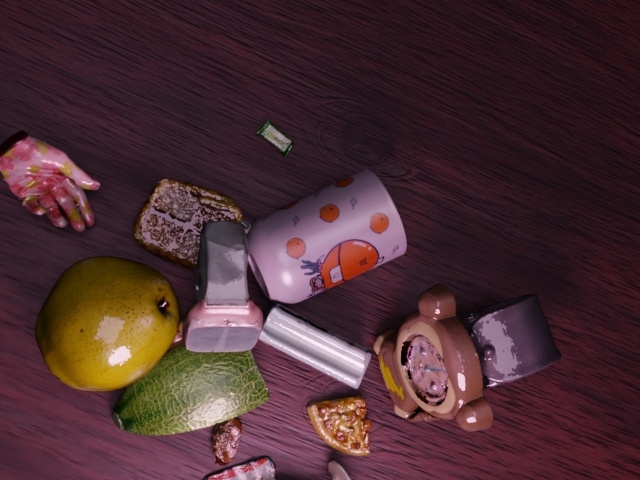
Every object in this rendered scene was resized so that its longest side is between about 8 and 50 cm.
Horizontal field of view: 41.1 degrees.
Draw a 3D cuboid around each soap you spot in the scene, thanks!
[{"bbox_3d":[-0.024,0.232,1.878,0.261,0.150,0.094,27,77,-7],"label":"soap"}]

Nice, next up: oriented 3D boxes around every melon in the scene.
[{"bbox_3d":[-0.292,0.324,1.832,0.323,0.124,0.196,-24,82,-14],"label":"melon"}]

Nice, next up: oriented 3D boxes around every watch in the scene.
[{"bbox_3d":[-0.204,0.084,1.743,0.161,0.253,0.241,0,64,-14],"label":"watch"},{"bbox_3d":[0.340,0.240,1.896,0.327,0.335,0.314,-15,81,-31],"label":"watch"}]

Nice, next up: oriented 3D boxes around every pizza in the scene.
[{"bbox_3d":[0.054,0.405,1.929,0.175,0.046,0.134,31,80,-6],"label":"pizza"}]

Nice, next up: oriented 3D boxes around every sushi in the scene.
[{"bbox_3d":[-0.209,0.431,1.875,0.055,0.052,0.120,20,83,-24],"label":"sushi"}]

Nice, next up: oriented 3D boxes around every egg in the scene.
[{"bbox_3d":[-0.322,0.211,1.864,0.083,0.071,0.071,-28,90,2],"label":"egg"}]

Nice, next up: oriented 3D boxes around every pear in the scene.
[{"bbox_3d":[-0.431,0.167,1.743,0.294,0.294,0.294,1,84,-11],"label":"pear"}]

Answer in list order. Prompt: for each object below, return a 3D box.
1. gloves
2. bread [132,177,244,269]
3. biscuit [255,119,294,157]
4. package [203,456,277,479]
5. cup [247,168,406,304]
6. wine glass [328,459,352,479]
[{"bbox_3d":[-0.577,-0.120,1.827,0.145,0.126,0.241,-48,123,-16],"label":"gloves"},{"bbox_3d":[-0.290,-0.035,1.879,0.222,0.096,0.181,22,84,-8],"label":"bread"},{"bbox_3d":[-0.102,-0.237,1.976,0.089,0.016,0.046,38,81,-5],"label":"biscuit"},{"bbox_3d":[-0.153,0.608,1.874,0.166,0.040,0.232,-14,86,-13],"label":"package"},{"bbox_3d":[0.000,0.000,1.877,0.317,0.212,0.212,-25,90,-10],"label":"cup"},{"bbox_3d":[-0.042,0.579,1.833,0.241,0.126,0.126,-26,90,-24],"label":"wine glass"}]
